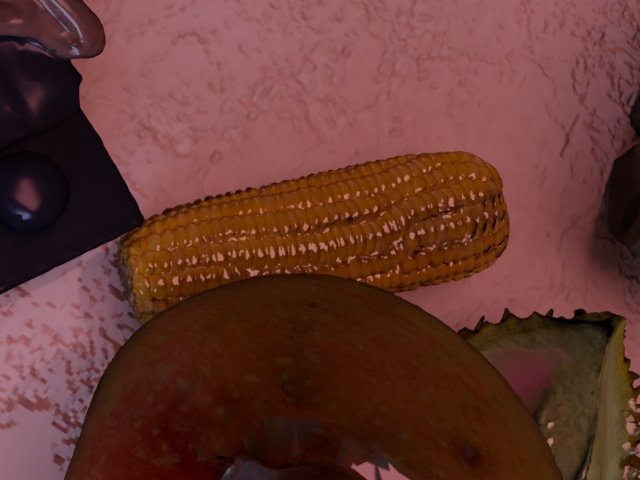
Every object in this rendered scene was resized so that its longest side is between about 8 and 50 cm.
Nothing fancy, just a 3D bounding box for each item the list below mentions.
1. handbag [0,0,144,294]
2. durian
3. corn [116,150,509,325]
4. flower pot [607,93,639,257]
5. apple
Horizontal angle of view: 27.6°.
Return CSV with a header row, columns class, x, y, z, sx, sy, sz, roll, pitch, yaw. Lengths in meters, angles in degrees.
class,x,y,z,sx,sy,sz,roll,pitch,yaw
handbag,-0.220,-0.114,0.525,0.269,0.118,0.326,-29,99,-27
durian,0.091,0.147,0.627,0.137,0.095,0.221,-1,68,22
corn,0.000,0.000,0.627,0.203,0.072,0.072,-12,85,-24
flower pot,0.306,-0.030,0.669,0.259,0.290,0.290,24,71,-6
apple,0.004,0.110,0.521,0.188,0.174,0.207,24,30,19
